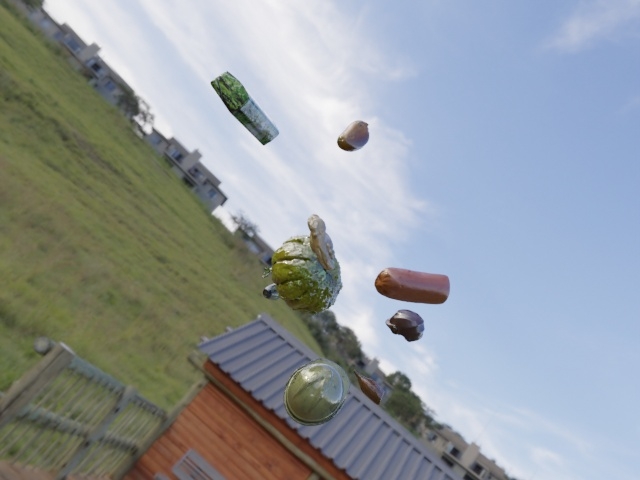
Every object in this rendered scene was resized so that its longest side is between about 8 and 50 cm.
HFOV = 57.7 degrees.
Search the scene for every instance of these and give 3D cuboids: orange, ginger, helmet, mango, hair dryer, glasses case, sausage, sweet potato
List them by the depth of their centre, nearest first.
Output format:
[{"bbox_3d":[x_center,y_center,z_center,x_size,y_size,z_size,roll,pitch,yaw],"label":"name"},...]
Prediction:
[{"bbox_3d":[-0.176,-0.318,1.417,0.095,0.062,0.272,55,4,10],"label":"glasses case"},{"bbox_3d":[0.092,-0.293,1.652,0.063,0.127,0.077,-3,-61,51],"label":"mango"},{"bbox_3d":[0.136,0.414,1.658,0.117,0.049,0.049,46,-16,8],"label":"sweet potato"},{"bbox_3d":[-0.003,-0.014,1.686,0.258,0.065,0.149,-108,-175,-74],"label":"ginger"},{"bbox_3d":[0.266,0.250,1.782,0.123,0.098,0.070,33,-59,23],"label":"helmet"},{"bbox_3d":[-0.002,0.485,1.946,0.204,0.257,0.137,36,-33,13],"label":"helmet"},{"bbox_3d":[0.307,0.155,1.964,0.259,0.113,0.113,8,-7,-19],"label":"sausage"},{"bbox_3d":[-0.039,0.128,2.128,0.223,0.300,0.301,-18,-71,38],"label":"orange"},{"bbox_3d":[-0.155,0.146,2.344,0.067,0.199,0.167,9,-6,33],"label":"hair dryer"}]
